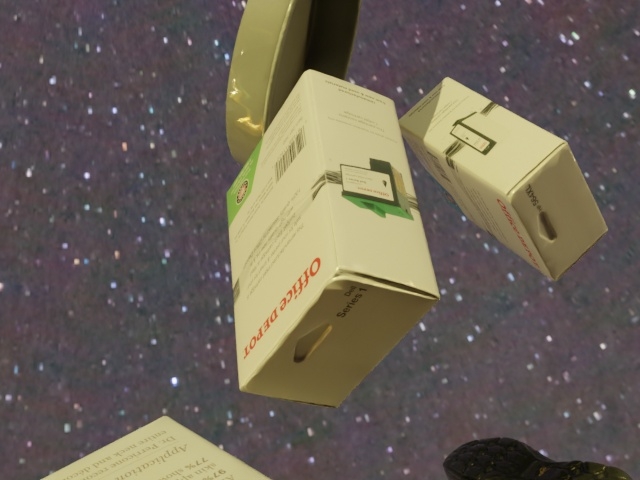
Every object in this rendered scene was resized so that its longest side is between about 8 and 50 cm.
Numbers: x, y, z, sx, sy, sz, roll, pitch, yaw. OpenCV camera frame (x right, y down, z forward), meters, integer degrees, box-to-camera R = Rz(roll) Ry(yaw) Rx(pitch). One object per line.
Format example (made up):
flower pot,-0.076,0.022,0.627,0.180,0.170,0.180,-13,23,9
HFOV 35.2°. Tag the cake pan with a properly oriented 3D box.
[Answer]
cake pan,-0.025,-0.193,1.054,0.054,0.293,0.293,17,-55,11

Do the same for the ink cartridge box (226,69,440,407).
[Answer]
ink cartridge box,0.000,0.000,0.807,0.093,0.219,0.160,15,-46,-25

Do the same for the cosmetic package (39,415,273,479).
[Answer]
cosmetic package,-0.150,0.436,0.987,0.330,0.394,0.327,-23,-63,-36

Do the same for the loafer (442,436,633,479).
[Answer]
loafer,0.205,0.242,0.954,0.076,0.223,0.078,-33,-69,-32

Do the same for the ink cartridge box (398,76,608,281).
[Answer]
ink cartridge box,0.192,-0.068,1.078,0.086,0.203,0.148,-42,-49,-5
